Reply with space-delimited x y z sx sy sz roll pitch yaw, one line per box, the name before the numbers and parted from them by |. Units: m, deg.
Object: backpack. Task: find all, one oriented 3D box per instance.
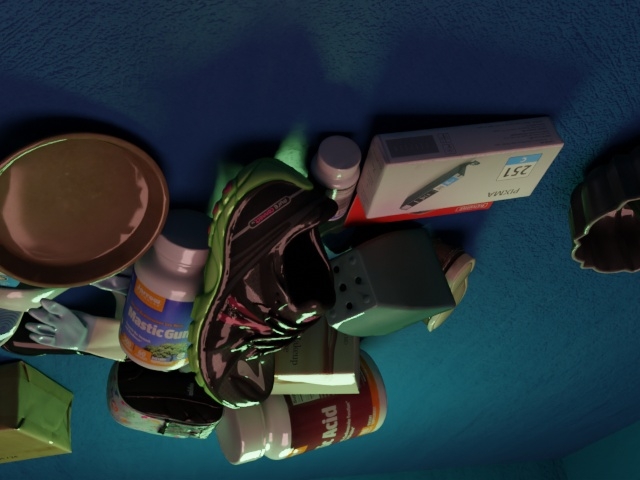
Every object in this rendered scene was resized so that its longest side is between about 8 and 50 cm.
backpack | -0.360 0.334 1.632 0.254 0.225 0.191 16 139 -27

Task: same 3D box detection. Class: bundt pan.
bundt pan | 0.593 -0.070 1.256 0.331 0.124 0.330 -6 151 -3

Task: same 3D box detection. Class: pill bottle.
pill bottle | 0.018 -0.097 1.108 0.078 0.078 0.137 -2 150 -11
pill bottle | -0.052 0.411 1.764 0.392 0.224 0.224 -8 154 -28
pill bottle | -0.255 0.084 1.236 0.152 0.152 0.272 5 128 -23

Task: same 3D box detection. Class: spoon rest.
spoon rest | -0.488 0.092 1.304 0.276 0.084 0.137 14 179 -32

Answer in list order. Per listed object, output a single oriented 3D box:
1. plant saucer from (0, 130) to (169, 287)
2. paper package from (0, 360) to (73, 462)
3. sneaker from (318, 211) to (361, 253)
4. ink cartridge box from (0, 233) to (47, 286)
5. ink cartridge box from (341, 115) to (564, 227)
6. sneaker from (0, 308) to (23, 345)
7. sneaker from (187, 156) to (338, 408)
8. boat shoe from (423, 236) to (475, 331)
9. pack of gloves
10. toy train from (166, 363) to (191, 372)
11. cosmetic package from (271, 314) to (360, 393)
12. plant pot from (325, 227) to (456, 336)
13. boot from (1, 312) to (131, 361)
plant saucer | -0.362 -0.046 1.044 0.278 0.041 0.277 -18 136 -19
paper package | -0.825 0.442 1.759 0.325 0.168 0.309 -11 152 3
sneaker | 0.000 0.001 1.296 0.152 0.058 0.084 -25 139 15
ink cartridge box | -0.522 -0.007 1.125 0.140 0.082 0.191 14 143 -35
ink cartridge box | 0.203 -0.083 1.153 0.296 0.066 0.261 -8 150 -16
sneaker | -0.720 0.176 1.363 0.315 0.182 0.127 -49 142 8
sneaker | -0.085 0.108 1.147 0.202 0.185 0.482 23 126 17
boat shoe | 0.243 0.095 1.488 0.116 0.097 0.324 -46 160 -17
pack of gloves | -0.414 0.102 1.277 0.046 0.195 0.232 18 173 37
toy train | -0.180 0.176 1.431 0.334 0.142 0.190 -21 176 18
cosmetic package | -0.063 0.255 1.595 0.296 0.153 0.129 -3 148 7
plant pot | 0.101 0.078 1.282 0.166 0.165 0.234 -27 164 30
boot | -0.480 0.189 1.414 0.207 0.094 0.247 -7 165 42
